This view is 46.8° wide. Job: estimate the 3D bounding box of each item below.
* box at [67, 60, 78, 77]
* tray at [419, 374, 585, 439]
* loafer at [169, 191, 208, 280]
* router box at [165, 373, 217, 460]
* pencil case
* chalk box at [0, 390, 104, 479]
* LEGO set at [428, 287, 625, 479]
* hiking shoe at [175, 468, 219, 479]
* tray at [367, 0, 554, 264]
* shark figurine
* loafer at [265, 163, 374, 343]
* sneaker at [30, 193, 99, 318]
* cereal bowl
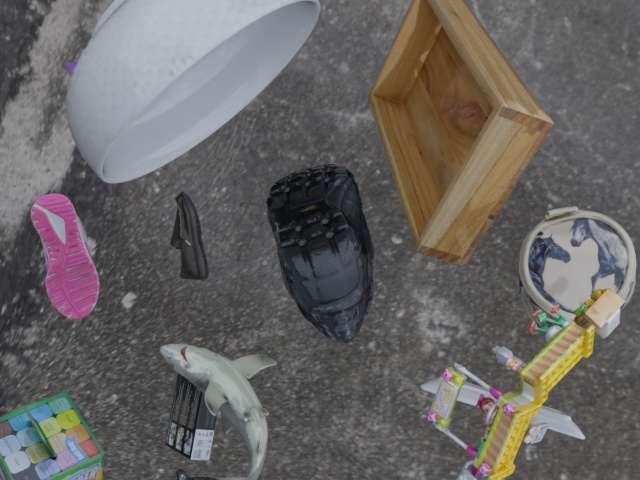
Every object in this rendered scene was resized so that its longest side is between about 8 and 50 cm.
[{"bbox_3d":[-0.344,-0.372,1.532,0.293,0.201,0.057,-21,107,-38],"label":"box"},{"bbox_3d":[0.307,0.276,1.256,0.270,0.145,0.030,15,86,14],"label":"tray"},{"bbox_3d":[-0.324,-0.008,1.759,0.078,0.080,0.220,-12,81,-2],"label":"loafer"},{"bbox_3d":[-0.261,0.348,1.523,0.046,0.133,0.179,14,83,-34],"label":"router box"},{"bbox_3d":[0.403,0.059,1.203,0.160,0.410,0.183,-24,75,10],"label":"pencil case"},{"bbox_3d":[-0.555,0.440,1.483,0.179,0.289,0.180,-19,54,-37],"label":"chalk box"},{"bbox_3d":[0.217,0.156,0.839,0.132,0.107,0.287,25,96,-51],"label":"LEGO set"},{"bbox_3d":[-0.190,0.344,0.814,0.114,0.086,0.227,37,91,-34],"label":"hiking shoe"},{"bbox_3d":[0.162,-0.175,0.980,0.076,0.203,0.411,15,34,-18],"label":"tray"},{"bbox_3d":[-0.128,0.274,1.083,0.166,0.116,0.278,-1,47,-33],"label":"shark figurine"},{"bbox_3d":[0.000,0.000,0.568,0.076,0.223,0.078,-14,113,3],"label":"loafer"},{"bbox_3d":[-0.502,0.030,1.483,0.103,0.111,0.252,-10,95,-11],"label":"sneaker"},{"bbox_3d":[-0.171,-0.226,0.896,0.339,0.339,0.141,-41,91,-30],"label":"cereal bowl"}]
